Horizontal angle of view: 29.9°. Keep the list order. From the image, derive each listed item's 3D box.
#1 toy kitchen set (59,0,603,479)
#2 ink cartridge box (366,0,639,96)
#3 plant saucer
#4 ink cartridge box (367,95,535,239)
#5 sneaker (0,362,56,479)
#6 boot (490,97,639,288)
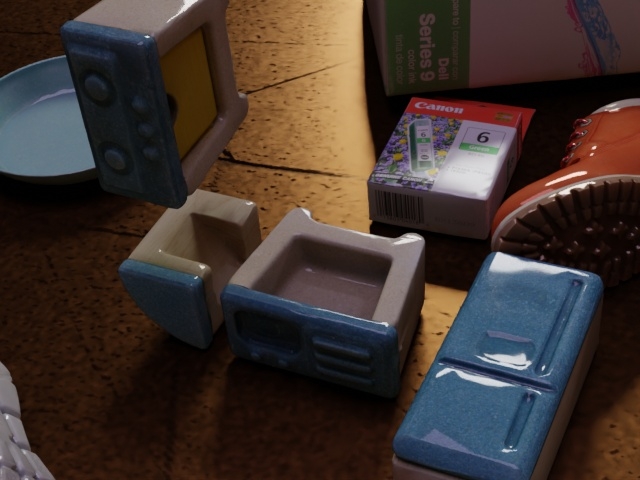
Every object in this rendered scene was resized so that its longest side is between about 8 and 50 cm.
[{"bbox_3d":[0.000,0.000,0.478,0.207,0.166,0.122,13,44,21],"label":"toy kitchen set"},{"bbox_3d":[0.133,-0.169,0.707,0.213,0.093,0.154,-7,38,0],"label":"ink cartridge box"},{"bbox_3d":[-0.142,-0.066,0.681,0.119,0.021,0.119,-3,42,3],"label":"plant saucer"},{"bbox_3d":[0.072,-0.051,0.631,0.063,0.029,0.115,10,44,19],"label":"ink cartridge box"},{"bbox_3d":[-0.145,0.104,0.476,0.065,0.061,0.158,-38,43,5],"label":"sneaker"},{"bbox_3d":[0.135,-0.026,0.581,0.158,0.059,0.084,-17,39,-25],"label":"boot"}]
